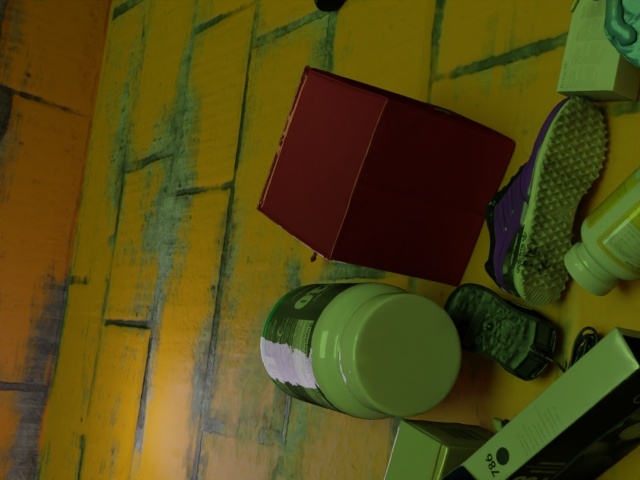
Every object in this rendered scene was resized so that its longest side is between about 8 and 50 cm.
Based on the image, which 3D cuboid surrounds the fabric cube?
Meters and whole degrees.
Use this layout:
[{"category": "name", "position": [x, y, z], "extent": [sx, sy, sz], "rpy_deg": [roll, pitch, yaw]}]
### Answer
[{"category": "fabric cube", "position": [0.097, -0.104, 1.480], "extent": [0.254, 0.258, 0.259], "rpy_deg": [37, 110, 54]}]

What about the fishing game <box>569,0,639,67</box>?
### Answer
[{"category": "fishing game", "position": [0.451, -0.298, 1.174], "extent": [0.264, 0.041, 0.189], "rpy_deg": [28, 101, 33]}]

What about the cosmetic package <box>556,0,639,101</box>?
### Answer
[{"category": "cosmetic package", "position": [0.400, -0.312, 1.276], "extent": [0.099, 0.060, 0.239], "rpy_deg": [12, 89, 53]}]

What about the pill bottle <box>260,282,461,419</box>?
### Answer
[{"category": "pill bottle", "position": [0.055, 0.167, 1.447], "extent": [0.361, 0.204, 0.204], "rpy_deg": [173, 106, -67]}]

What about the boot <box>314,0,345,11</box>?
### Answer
[{"category": "boot", "position": [0.024, -0.620, 1.899], "extent": [0.263, 0.091, 0.229], "rpy_deg": [-50, 43, 38]}]

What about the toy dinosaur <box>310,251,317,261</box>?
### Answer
[{"category": "toy dinosaur", "position": [0.000, 0.000, 1.763], "extent": [0.082, 0.090, 0.047], "rpy_deg": [-43, 20, -4]}]

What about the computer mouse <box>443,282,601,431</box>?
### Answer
[{"category": "computer mouse", "position": [0.271, 0.177, 1.318], "extent": [0.262, 0.060, 0.184], "rpy_deg": [22, 94, 44]}]

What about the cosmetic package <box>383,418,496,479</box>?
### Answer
[{"category": "cosmetic package", "position": [0.160, 0.417, 1.311], "extent": [0.113, 0.160, 0.309], "rpy_deg": [20, 98, 56]}]

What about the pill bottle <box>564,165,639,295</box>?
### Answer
[{"category": "pill bottle", "position": [0.391, -0.016, 1.158], "extent": [0.184, 0.103, 0.103], "rpy_deg": [-51, 42, 34]}]

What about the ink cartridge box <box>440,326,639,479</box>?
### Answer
[{"category": "ink cartridge box", "position": [0.311, 0.235, 1.141], "extent": [0.332, 0.165, 0.065], "rpy_deg": [-52, 43, 34]}]

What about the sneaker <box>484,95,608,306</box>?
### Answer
[{"category": "sneaker", "position": [0.296, -0.065, 1.317], "extent": [0.146, 0.102, 0.293], "rpy_deg": [21, 95, 63]}]
